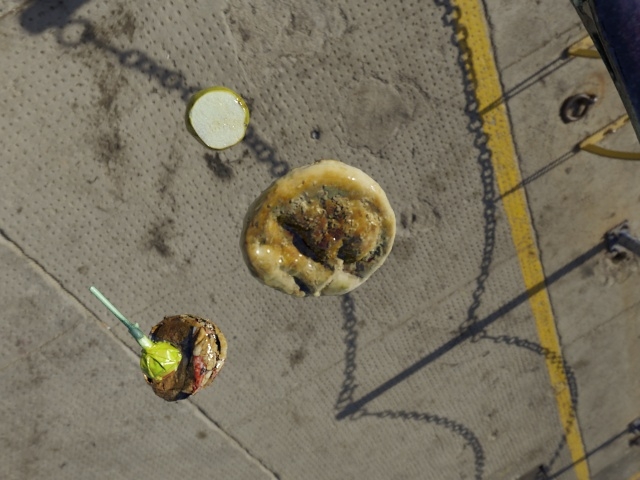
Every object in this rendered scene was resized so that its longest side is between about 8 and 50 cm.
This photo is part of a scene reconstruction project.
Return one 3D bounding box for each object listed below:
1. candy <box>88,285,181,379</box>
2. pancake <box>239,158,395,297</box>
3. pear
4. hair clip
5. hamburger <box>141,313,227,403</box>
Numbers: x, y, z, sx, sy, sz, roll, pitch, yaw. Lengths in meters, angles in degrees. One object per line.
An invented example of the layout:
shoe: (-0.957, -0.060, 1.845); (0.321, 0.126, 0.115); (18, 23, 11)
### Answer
candy: (-0.288, 0.141, 0.719); (0.062, 0.058, 0.193); (-48, 120, -31)
pancake: (0.000, -0.001, 1.081); (0.387, 0.082, 0.386); (-7, 128, -9)
pear: (-0.230, -0.269, 1.032); (0.141, 0.104, 0.141); (-3, 102, -14)
hair clip: (0.246, -0.090, 0.348); (0.048, 0.083, 0.275); (-26, 113, 16)
hamburger: (-0.356, 0.299, 1.197); (0.231, 0.231, 0.107); (-43, 159, 8)
